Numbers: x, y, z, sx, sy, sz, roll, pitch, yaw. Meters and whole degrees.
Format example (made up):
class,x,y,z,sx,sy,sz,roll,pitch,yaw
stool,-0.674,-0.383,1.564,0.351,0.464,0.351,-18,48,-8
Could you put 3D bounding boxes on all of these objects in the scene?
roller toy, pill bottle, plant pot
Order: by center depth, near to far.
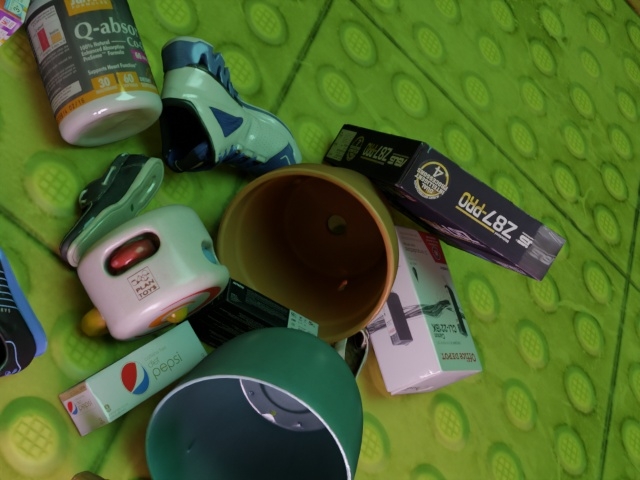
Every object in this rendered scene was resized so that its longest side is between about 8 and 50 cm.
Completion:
class,x,y,z,sx,sy,sz,roll,pitch,yaw
roller toy,-0.237,0.053,1.662,0.209,0.191,0.146,-21,76,-41
plant pot,-0.071,0.259,1.665,0.293,0.293,0.235,51,27,-10
pill bottle,-0.356,-0.296,1.776,0.162,0.162,0.278,-9,75,-48
plant pot,0.000,0.000,1.902,0.291,0.291,0.203,56,23,-5

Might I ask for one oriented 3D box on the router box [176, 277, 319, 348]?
class,x,y,z,sx,sy,sz,roll,pitch,yaw
router box,-0.113,0.133,1.795,0.179,0.133,0.046,31,49,-30

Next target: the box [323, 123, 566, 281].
class,x,y,z,sx,sy,sz,roll,pitch,yaw
box,0.205,-0.076,2.053,0.318,0.395,0.097,31,89,-21

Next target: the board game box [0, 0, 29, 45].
class,x,y,z,sx,sy,sz,roll,pitch,yaw
board game box,-0.558,-0.390,1.639,0.275,0.144,0.142,28,50,-31

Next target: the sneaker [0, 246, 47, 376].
class,x,y,z,sx,sy,sz,roll,pitch,yaw
sneaker,-0.451,0.071,1.528,0.232,0.081,0.090,58,35,-4

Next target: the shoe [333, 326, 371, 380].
class,x,y,z,sx,sy,sz,roll,pitch,yaw
shoe,0.056,0.188,1.991,0.076,0.058,0.219,44,43,-19

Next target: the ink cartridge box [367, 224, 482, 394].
class,x,y,z,sx,sy,sz,roll,pitch,yaw
ink cartridge box,0.165,0.125,2.064,0.197,0.114,0.272,10,60,-61

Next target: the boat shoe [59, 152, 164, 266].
class,x,y,z,sx,sy,sz,roll,pitch,yaw
boat shoe,-0.325,-0.049,1.747,0.079,0.084,0.233,22,50,14

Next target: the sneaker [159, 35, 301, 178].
class,x,y,z,sx,sy,sz,roll,pitch,yaw
sneaker,-0.172,-0.163,1.895,0.315,0.127,0.182,46,47,-41

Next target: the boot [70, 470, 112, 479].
class,x,y,z,sx,sy,sz,roll,pitch,yaw
boot,-0.250,0.366,1.557,0.152,0.197,0.073,23,65,13

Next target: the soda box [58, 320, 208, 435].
class,x,y,z,sx,sy,sz,roll,pitch,yaw
soda box,-0.262,0.193,1.654,0.216,0.074,0.069,-31,91,-50
